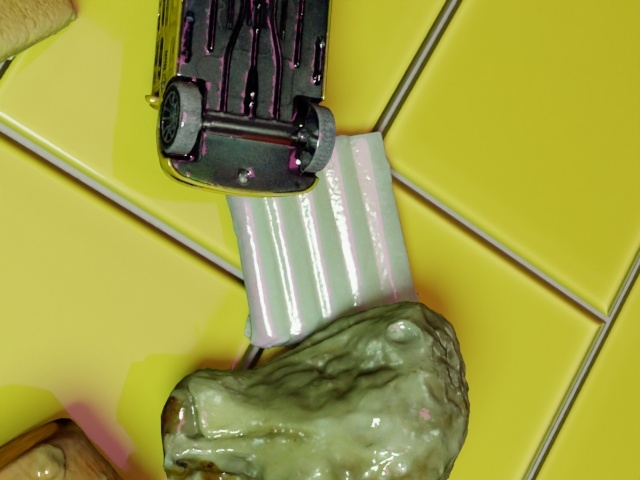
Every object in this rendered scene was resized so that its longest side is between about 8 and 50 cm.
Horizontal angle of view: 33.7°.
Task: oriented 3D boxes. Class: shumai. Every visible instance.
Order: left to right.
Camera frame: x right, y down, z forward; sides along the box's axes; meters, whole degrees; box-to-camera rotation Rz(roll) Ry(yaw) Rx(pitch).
[{"bbox_3d":[-0.005,0.147,0.906,0.222,0.225,0.260,36,94,-18],"label":"shumai"}]

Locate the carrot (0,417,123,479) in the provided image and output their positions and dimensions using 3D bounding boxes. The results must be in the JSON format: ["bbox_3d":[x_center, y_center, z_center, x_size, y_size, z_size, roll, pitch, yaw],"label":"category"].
[{"bbox_3d":[-0.185,0.319,0.848,0.224,0.224,0.340,-34,96,-17],"label":"carrot"}]

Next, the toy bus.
[{"bbox_3d":[-0.070,-0.201,0.918,0.145,0.151,0.331,6,87,-27],"label":"toy bus"}]

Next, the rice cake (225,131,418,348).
[{"bbox_3d":[0.000,0.000,1.006,0.189,0.037,0.198,-6,93,-21],"label":"rice cake"}]

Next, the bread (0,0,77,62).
[{"bbox_3d":[-0.267,-0.209,0.786,0.163,0.264,0.167,-35,108,-15],"label":"bread"}]
